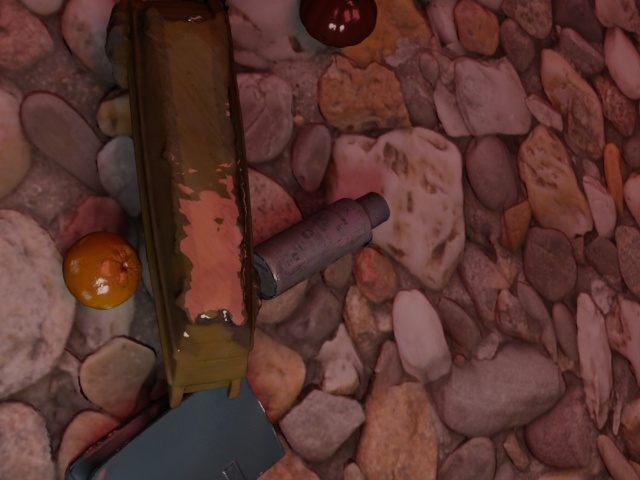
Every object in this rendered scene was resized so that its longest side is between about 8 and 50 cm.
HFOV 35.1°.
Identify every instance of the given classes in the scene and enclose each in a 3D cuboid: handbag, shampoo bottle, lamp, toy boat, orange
[{"bbox_3d":[-0.147,0.240,1.078,0.221,0.057,0.144,-35,106,-36],"label":"handbag"},{"bbox_3d":[0.000,0.000,1.227,0.214,0.072,0.072,-30,99,-37],"label":"shampoo bottle"},{"bbox_3d":[0.022,-0.291,1.288,0.101,0.090,0.101,7,49,-9],"label":"lamp"},{"bbox_3d":[-0.146,-0.051,1.073,0.135,0.162,0.446,-4,79,-20],"label":"toy boat"},{"bbox_3d":[-0.226,0.030,1.049,0.083,0.070,0.083,11,73,-39],"label":"orange"}]
